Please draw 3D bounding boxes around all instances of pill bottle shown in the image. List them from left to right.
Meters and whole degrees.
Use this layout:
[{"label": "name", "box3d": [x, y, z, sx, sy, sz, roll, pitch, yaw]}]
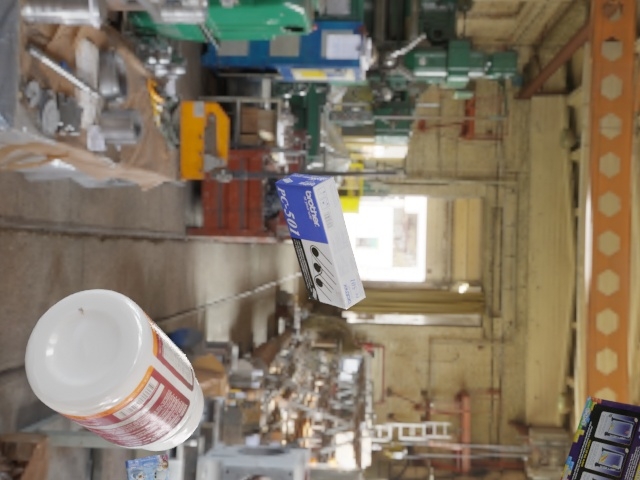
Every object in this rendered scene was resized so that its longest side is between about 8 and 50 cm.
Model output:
[{"label": "pill bottle", "box3d": [-0.198, 0.143, 0.834, 0.221, 0.121, 0.121, 72, 19, -63]}]

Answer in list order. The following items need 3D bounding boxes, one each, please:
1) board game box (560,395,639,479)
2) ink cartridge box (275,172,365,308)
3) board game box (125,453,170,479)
[{"label": "board game box", "box3d": [0.426, 0.319, 1.167, 0.141, 0.048, 0.170, 1, -116, 57]}, {"label": "ink cartridge box", "box3d": [0.000, 0.000, 1.271, 0.097, 0.046, 0.207, 11, -57, 50]}, {"label": "board game box", "box3d": [-0.369, 0.512, 1.755, 0.020, 0.090, 0.090, -24, -108, 57]}]
